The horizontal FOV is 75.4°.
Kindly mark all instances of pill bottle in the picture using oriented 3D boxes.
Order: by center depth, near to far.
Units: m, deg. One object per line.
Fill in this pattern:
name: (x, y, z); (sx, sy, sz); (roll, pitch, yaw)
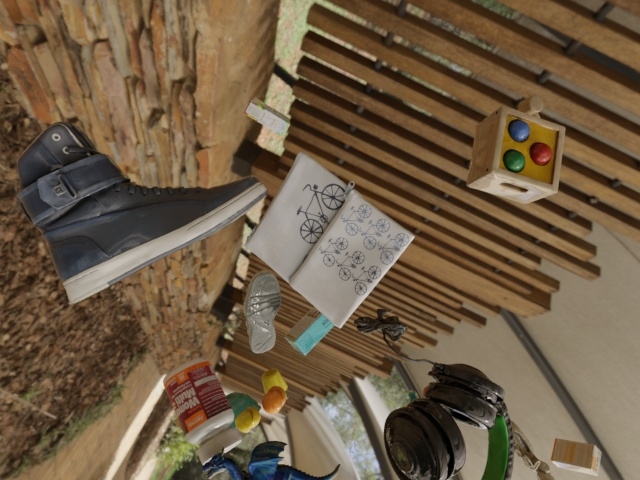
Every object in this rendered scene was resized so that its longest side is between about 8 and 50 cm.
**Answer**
pill bottle: (-0.285, 0.410, 1.007); (0.121, 0.221, 0.121); (-29, 159, -12)

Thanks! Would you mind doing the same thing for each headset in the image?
headset: (0.197, 0.304, 0.736); (0.243, 0.394, 0.185); (-34, -168, -31)

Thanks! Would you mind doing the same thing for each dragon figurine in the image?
dragon figurine: (-0.107, 0.486, 0.882); (0.085, 0.289, 0.144); (95, -21, -84)

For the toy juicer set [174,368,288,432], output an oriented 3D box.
toy juicer set: (-0.231, 0.482, 1.119); (0.328, 0.090, 0.209); (-23, -171, -13)

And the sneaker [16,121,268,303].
sneaker: (-0.182, -0.059, 0.424); (0.226, 0.164, 0.086); (-27, -175, -13)

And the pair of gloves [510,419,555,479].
pair of gloves: (0.487, 0.506, 0.935); (0.042, 0.240, 0.204); (-35, 161, 10)

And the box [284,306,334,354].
box: (0.001, 0.254, 1.342); (0.244, 0.060, 0.100); (-42, -165, -19)

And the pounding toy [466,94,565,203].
pounding toy: (0.385, -0.181, 0.751); (0.094, 0.180, 0.206); (139, -35, -76)

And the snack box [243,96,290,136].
snack box: (-0.123, -0.291, 0.970); (0.037, 0.100, 0.141); (-56, -163, 16)

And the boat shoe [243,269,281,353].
boat shoe: (-0.200, 0.226, 1.366); (0.103, 0.118, 0.321); (-131, -144, -50)

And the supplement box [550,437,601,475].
supplement box: (0.641, 0.543, 1.042); (0.098, 0.036, 0.062); (-21, -152, 55)

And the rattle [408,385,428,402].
rattle: (0.250, 0.470, 0.981); (0.143, 0.130, 0.200); (-32, 136, -74)

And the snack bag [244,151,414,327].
snack bag: (0.000, 0.000, 0.996); (0.323, 0.342, 0.037); (-55, 169, 28)
